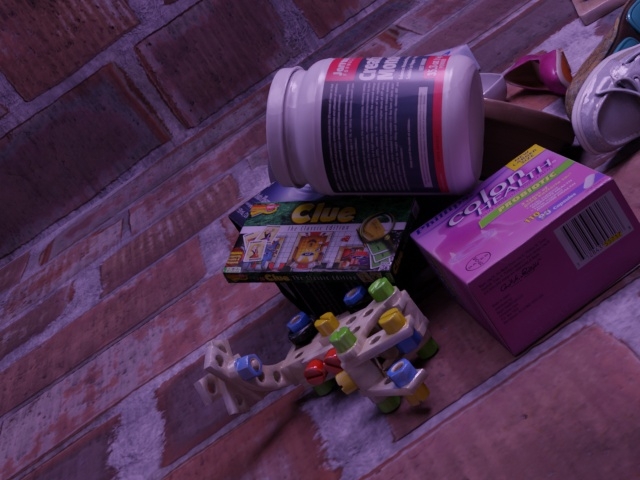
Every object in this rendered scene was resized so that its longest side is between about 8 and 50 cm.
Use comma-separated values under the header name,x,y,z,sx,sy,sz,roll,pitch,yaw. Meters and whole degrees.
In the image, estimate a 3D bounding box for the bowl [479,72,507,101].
name,x,y,z,sx,sy,sz,roll,pitch,yaw
bowl,0.272,-0.246,2.216,0.142,0.053,0.142,-38,18,-11

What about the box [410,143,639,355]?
name,x,y,z,sx,sy,sz,roll,pitch,yaw
box,0.258,0.003,1.514,0.214,0.117,0.243,-36,18,-1

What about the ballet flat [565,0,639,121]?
name,x,y,z,sx,sy,sz,roll,pitch,yaw
ballet flat,0.479,-0.289,1.882,0.123,0.123,0.348,-14,28,48

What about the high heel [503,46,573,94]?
name,x,y,z,sx,sy,sz,roll,pitch,yaw
high heel,0.369,-0.281,2.072,0.117,0.082,0.244,-22,17,16

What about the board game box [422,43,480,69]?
name,x,y,z,sx,sy,sz,roll,pitch,yaw
board game box,0.127,-0.272,2.512,0.319,0.066,0.318,-44,20,-25

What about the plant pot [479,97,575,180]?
name,x,y,z,sx,sy,sz,roll,pitch,yaw
plant pot,0.258,-0.145,1.817,0.237,0.237,0.109,13,91,66

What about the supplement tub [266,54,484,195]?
name,x,y,z,sx,sy,sz,roll,pitch,yaw
supplement tub,0.079,-0.156,1.652,0.272,0.191,0.191,1,30,15

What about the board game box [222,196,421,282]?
name,x,y,z,sx,sy,sz,roll,pitch,yaw
board game box,0.000,0.000,1.661,0.260,0.030,0.136,-2,46,28

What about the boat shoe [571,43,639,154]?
name,x,y,z,sx,sy,sz,roll,pitch,yaw
boat shoe,0.489,-0.234,1.711,0.320,0.118,0.103,-34,13,-19

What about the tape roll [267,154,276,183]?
name,x,y,z,sx,sy,sz,roll,pitch,yaw
tape roll,0.017,-0.141,2.133,0.219,0.219,0.072,-32,18,10

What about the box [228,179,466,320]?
name,x,y,z,sx,sy,sz,roll,pitch,yaw
box,0.044,-0.036,1.890,0.294,0.182,0.296,-36,19,-7

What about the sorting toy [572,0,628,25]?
name,x,y,z,sx,sy,sz,roll,pitch,yaw
sorting toy,0.596,-0.553,2.358,0.256,0.089,0.257,-30,19,17

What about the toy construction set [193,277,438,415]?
name,x,y,z,sx,sy,sz,roll,pitch,yaw
toy construction set,0.008,0.154,1.558,0.328,0.151,0.215,-13,27,26
